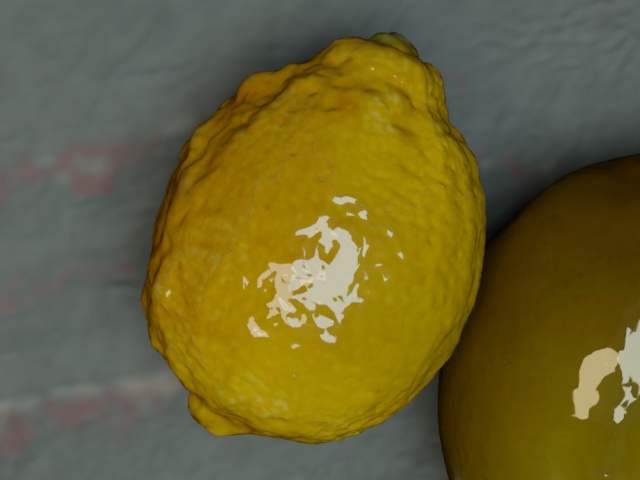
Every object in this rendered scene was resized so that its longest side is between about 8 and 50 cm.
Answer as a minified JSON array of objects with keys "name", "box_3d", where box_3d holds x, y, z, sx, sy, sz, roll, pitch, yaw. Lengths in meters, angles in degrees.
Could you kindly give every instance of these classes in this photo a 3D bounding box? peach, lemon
[{"name":"peach","box_3d":[0.175,0.073,0.872,0.251,0.153,0.251,-5,117,-10]},{"name":"lemon","box_3d":[0.000,0.000,0.823,0.142,0.142,0.187,23,93,-14]}]
